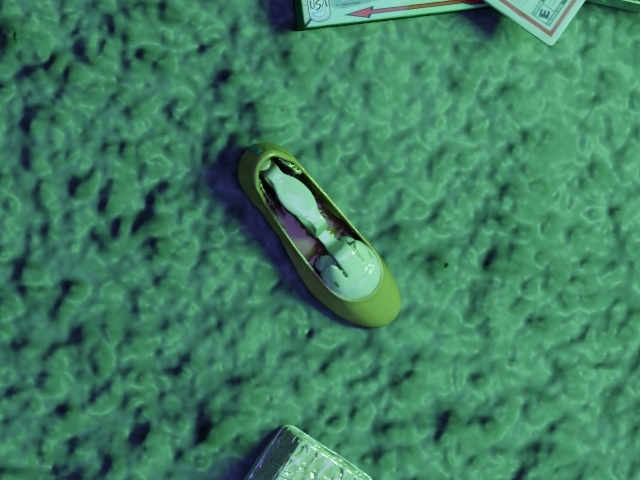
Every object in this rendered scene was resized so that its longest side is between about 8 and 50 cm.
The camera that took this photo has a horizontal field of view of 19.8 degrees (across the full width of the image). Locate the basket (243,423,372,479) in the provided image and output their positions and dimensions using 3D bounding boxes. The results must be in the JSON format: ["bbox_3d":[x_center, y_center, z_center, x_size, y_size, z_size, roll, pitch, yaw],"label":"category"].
[{"bbox_3d":[-0.028,0.281,1.816,0.113,0.103,0.167,34,84,-10],"label":"basket"}]

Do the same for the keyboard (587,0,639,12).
[{"bbox_3d":[0.300,-0.295,1.880,0.180,0.023,0.108,10,88,-14],"label":"keyboard"}]

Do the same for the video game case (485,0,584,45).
[{"bbox_3d":[0.173,-0.356,1.824,0.285,0.025,0.204,34,96,-9],"label":"video game case"}]

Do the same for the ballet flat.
[{"bbox_3d":[0.000,0.000,1.835,0.080,0.073,0.232,-44,99,-8],"label":"ballet flat"}]

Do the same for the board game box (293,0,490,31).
[{"bbox_3d":[0.117,-0.338,1.873,0.317,0.046,0.213,-9,93,-12],"label":"board game box"}]
